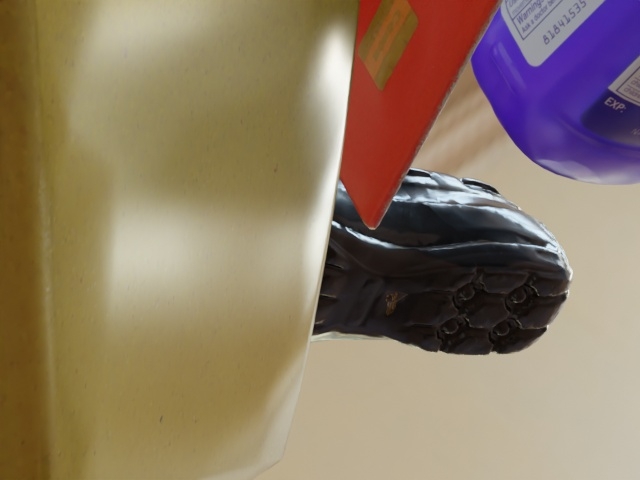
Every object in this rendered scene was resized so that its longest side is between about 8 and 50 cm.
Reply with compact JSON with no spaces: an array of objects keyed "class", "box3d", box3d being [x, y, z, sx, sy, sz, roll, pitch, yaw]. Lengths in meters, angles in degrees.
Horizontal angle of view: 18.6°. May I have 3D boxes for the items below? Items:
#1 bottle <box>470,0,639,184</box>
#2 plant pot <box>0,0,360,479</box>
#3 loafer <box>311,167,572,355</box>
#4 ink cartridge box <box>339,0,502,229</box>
[{"class":"bottle","box3d":[0.174,-0.132,0.701,0.118,0.092,0.283,-4,-32,-41]},{"class":"plant pot","box3d":[-0.108,-0.019,0.456,0.212,0.212,0.187,-25,-70,-67]},{"class":"loafer","box3d":[0.000,0.000,0.807,0.223,0.078,0.076,7,-55,-29]},{"class":"ink cartridge box","box3d":[0.012,-0.198,0.647,0.066,0.261,0.296,10,-55,-29]}]
